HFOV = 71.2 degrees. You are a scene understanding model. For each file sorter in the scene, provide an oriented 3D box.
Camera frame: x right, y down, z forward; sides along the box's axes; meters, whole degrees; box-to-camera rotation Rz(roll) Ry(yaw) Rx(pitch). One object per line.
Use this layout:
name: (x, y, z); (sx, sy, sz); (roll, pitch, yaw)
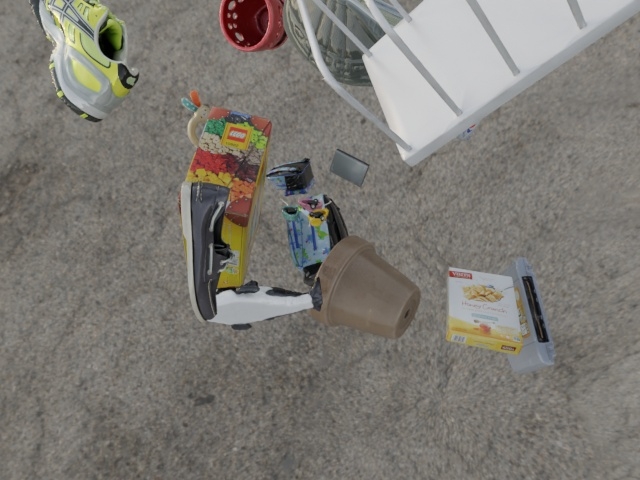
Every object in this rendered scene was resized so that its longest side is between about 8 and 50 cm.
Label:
file sorter: (0.129, -0.253, 0.434); (0.277, 0.173, 0.193); (-34, 52, 30)

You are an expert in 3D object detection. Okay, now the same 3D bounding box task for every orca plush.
orca plush: (-0.142, 0.118, 1.042); (0.286, 0.151, 0.102); (-14, 46, -5)

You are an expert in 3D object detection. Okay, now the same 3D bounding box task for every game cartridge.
game cartridge: (0.573, 0.221, 1.285); (0.062, 0.198, 0.298); (0, 65, -7)

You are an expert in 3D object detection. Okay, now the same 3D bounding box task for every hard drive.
hard drive: (0.104, -0.265, 1.630); (0.135, 0.094, 0.022); (30, 42, 12)

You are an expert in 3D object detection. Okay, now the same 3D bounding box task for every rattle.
rattle: (-0.399, -0.408, 1.555); (0.130, 0.200, 0.143); (-13, 32, -18)

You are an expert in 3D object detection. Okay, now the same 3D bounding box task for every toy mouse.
toy mouse: (-0.043, -0.071, 1.097); (0.143, 0.031, 0.161); (18, 33, 27)

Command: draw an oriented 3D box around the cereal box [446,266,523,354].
cereal box: (0.412, 0.171, 1.146); (0.172, 0.048, 0.240); (9, 39, 8)

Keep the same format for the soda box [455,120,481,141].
soda box: (0.326, -0.402, 1.295); (0.286, 0.098, 0.091); (45, 121, 28)

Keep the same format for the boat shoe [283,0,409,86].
boat shoe: (0.093, -0.300, 0.682); (0.320, 0.118, 0.103); (24, 44, 11)

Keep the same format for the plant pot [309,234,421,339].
plant pot: (0.134, 0.145, 1.193); (0.229, 0.263, 0.263); (25, 79, 28)

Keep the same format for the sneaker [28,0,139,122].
sneaker: (-0.464, -0.429, 0.897); (0.147, 0.145, 0.385); (-25, 82, 12)

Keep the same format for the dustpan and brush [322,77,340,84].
dustpan and brush: (0.062, -0.486, 1.268); (0.147, 0.211, 0.060); (-40, 85, 4)

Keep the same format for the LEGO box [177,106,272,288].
LEGO box: (-0.304, -0.109, 1.466); (0.192, 0.500, 0.373); (12, 57, -5)

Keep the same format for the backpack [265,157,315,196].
backpack: (-0.125, -0.250, 1.802); (0.173, 0.117, 0.158); (-6, 27, 17)

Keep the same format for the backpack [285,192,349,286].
backpack: (0.000, 0.000, 1.647); (0.273, 0.290, 0.356); (-6, 73, 24)

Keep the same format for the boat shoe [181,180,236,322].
boat shoe: (-0.146, 0.021, 0.602); (0.064, 0.206, 0.075); (-4, 25, -10)

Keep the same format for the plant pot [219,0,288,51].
plant pot: (-0.194, -0.701, 1.416); (0.190, 0.174, 0.191); (10, 116, 23)
